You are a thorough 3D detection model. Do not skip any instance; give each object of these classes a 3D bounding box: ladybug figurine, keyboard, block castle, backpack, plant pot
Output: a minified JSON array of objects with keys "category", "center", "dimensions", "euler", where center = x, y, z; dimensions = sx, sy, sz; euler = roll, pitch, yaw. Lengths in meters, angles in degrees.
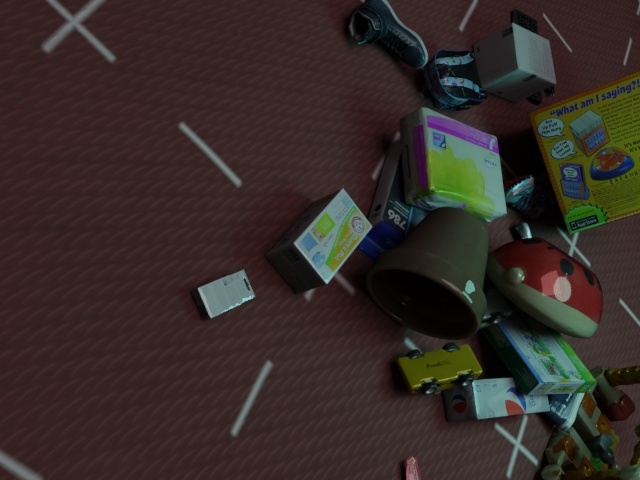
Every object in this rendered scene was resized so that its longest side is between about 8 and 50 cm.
[{"category":"ladybug figurine","center":[0.578,0.106,1.853],"dimensions":[0.305,0.162,0.449],"euler":[43,14,31]},{"category":"keyboard","center":[0.693,-0.582,2.379],"dimensions":[0.202,0.033,0.317],"euler":[19,65,-35]},{"category":"block castle","center":[0.791,0.530,1.894],"dimensions":[0.212,0.303,0.453],"euler":[54,50,-13]},{"category":"backpack","center":[0.344,-0.428,1.974],"dimensions":[0.173,0.117,0.158],"euler":[-7,80,-42]},{"category":"plant pot","center":[0.262,0.055,1.628],"dimensions":[0.263,0.263,0.229],"euler":[43,58,-21]}]

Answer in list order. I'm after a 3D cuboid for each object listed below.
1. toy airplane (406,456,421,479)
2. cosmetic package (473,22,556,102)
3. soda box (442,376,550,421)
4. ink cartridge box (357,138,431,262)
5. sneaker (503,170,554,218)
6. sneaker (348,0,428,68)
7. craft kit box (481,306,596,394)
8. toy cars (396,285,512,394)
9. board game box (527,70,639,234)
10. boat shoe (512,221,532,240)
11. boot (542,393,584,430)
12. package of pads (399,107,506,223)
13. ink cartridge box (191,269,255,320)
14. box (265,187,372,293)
[{"category":"toy airplane","center":[0.181,0.541,1.561],"dimensions":[0.151,0.028,0.151],"euler":[16,64,-35]},{"category":"cosmetic package","center":[0.571,-0.520,2.173],"dimensions":[0.184,0.151,0.151],"euler":[8,71,-37]},{"category":"soda box","center":[0.427,0.380,1.778],"dimensions":[0.286,0.098,0.091],"euler":[6,71,-39]},{"category":"ink cartridge box","center":[0.205,-0.075,1.773],"dimensions":[0.165,0.065,0.332],"euler":[35,56,-27]},{"category":"sneaker","center":[0.593,-0.123,2.088],"dimensions":[0.262,0.104,0.125],"euler":[-15,87,-42]},{"category":"sneaker","center":[0.167,-0.507,1.863],"dimensions":[0.226,0.086,0.163],"euler":[47,39,-5]},{"category":"craft kit box","center":[0.541,0.274,1.862],"dimensions":[0.247,0.061,0.249],"euler":[6,41,-36]},{"category":"toy cars","center":[0.311,0.240,1.732],"dimensions":[0.177,0.087,0.393],"euler":[29,48,13]},{"category":"board game box","center":[0.834,-0.242,2.084],"dimensions":[0.356,0.357,0.356],"euler":[-7,79,-67]},{"category":"boat shoe","center":[0.576,0.020,2.067],"dimensions":[0.040,0.049,0.142],"euler":[-16,87,-9]},{"category":"boot","center":[0.648,0.413,1.975],"dimensions":[0.086,0.069,0.190],"euler":[41,42,-2]},{"category":"package of pads","center":[0.328,-0.172,1.801],"dimensions":[0.297,0.101,0.229],"euler":[12,68,-38]},{"category":"ink cartridge box","center":[-0.184,0.103,1.406],"dimensions":[0.115,0.029,0.062],"euler":[-23,90,-43]},{"category":"box","center":[0.000,0.000,1.546],"dimensions":[0.114,0.103,0.203],"euler":[51,50,-14]}]
